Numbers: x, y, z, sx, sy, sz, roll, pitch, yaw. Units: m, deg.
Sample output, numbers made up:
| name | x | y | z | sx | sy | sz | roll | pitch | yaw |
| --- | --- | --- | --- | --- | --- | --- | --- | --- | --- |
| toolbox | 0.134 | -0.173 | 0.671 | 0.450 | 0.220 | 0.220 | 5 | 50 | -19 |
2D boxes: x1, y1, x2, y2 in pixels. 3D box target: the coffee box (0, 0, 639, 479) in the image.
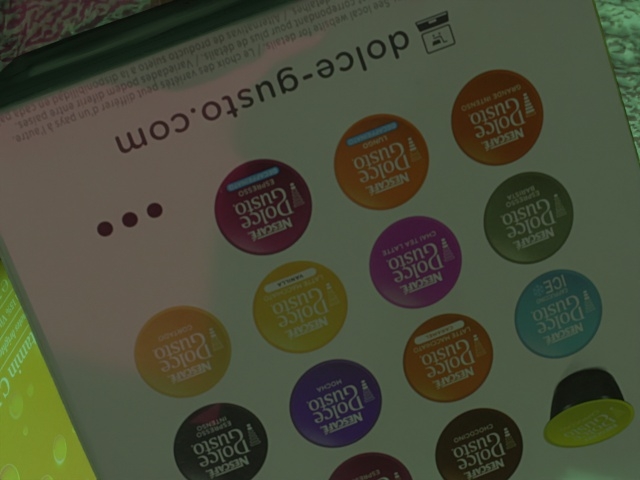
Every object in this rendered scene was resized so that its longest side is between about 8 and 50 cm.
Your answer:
| name | x | y | z | sx | sy | sz | roll | pitch | yaw |
| --- | --- | --- | --- | --- | --- | --- | --- | --- | --- |
| coffee box | 0.000 | 0.000 | 0.861 | 0.338 | 0.338 | 0.334 | -21 | 105 | -4 |

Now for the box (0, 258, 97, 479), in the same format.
| name | x | y | z | sx | sy | sz | roll | pitch | yaw |
| --- | --- | --- | --- | --- | --- | --- | --- | --- | --- |
| box | -0.279 | 0.197 | 0.969 | 0.168 | 0.215 | 0.345 | -3 | 124 | 16 |

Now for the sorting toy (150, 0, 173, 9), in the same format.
| name | x | y | z | sx | sy | sz | roll | pitch | yaw |
| --- | --- | --- | --- | --- | --- | --- | --- | --- | --- |
| sorting toy | -0.092 | -0.214 | 0.990 | 0.075 | 0.045 | 0.083 | -3 | 106 | -4 |
